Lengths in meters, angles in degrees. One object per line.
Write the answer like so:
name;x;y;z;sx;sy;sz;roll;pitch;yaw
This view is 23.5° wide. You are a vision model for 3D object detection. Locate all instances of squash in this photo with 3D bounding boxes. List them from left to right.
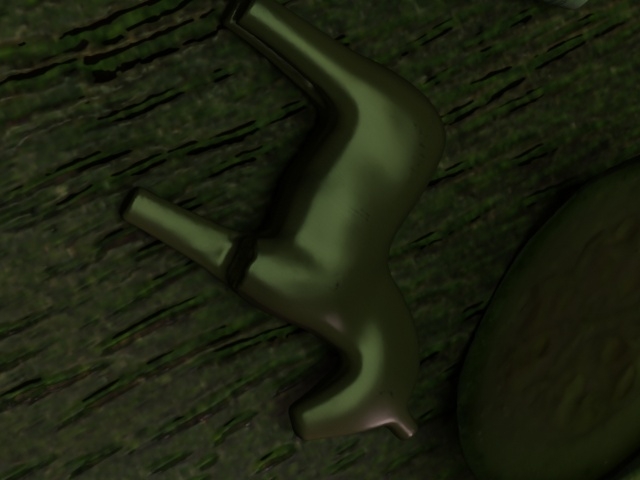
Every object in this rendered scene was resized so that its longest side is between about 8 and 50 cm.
squash;0.310;0.150;1.024;0.384;0.263;0.263;35;80;-24

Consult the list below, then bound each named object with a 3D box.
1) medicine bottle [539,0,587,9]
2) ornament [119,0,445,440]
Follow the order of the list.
medicine bottle;0.141;-0.188;1.023;0.089;0.052;0.052;12;90;-26
ornament;0.000;0.000;0.970;0.244;0.061;0.230;31;83;-21
